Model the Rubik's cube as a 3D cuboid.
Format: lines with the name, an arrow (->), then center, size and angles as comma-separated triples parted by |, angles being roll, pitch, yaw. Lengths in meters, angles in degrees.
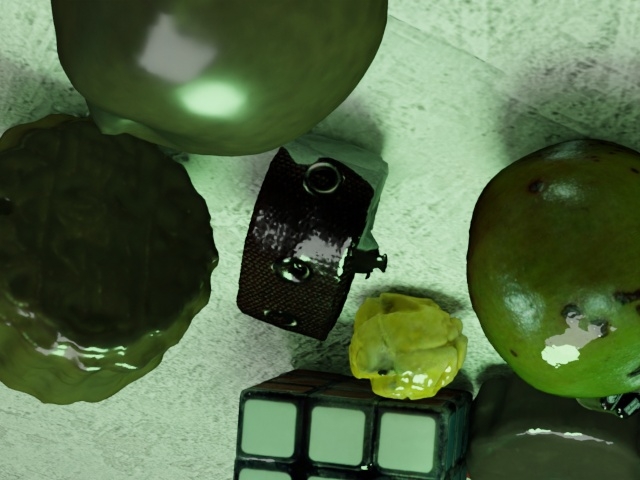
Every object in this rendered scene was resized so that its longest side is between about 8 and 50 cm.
Rubik's cube -> 0.050, 0.361, 1.934 | 0.303, 0.301, 0.305 | 5, -179, 15

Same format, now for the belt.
belt -> 0.000, 0.000, 1.509 | 0.164, 0.184, 0.289 | 20, 153, 4

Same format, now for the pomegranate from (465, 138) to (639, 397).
pomegranate -> 0.313, 0.033, 1.361 | 0.323, 0.291, 0.291 | -1, 150, 8

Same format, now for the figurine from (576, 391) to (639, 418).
figurine -> 0.329, 0.156, 1.679 | 0.114, 0.108, 0.196 | 20, -172, -27

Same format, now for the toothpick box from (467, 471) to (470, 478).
toothpick box -> 0.252, 0.387, 2.267 | 0.083, 0.047, 0.047 | 27, 149, -26

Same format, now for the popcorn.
popcorn -> 0.114, 0.145, 1.786 | 0.167, 0.148, 0.152 | 20, -166, 24

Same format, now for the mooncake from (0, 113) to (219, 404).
mooncake -> -0.280, 0.015, 1.524 | 0.324, 0.324, 0.187 | 23, 149, -19

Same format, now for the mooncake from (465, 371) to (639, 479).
mooncake -> 0.350, 0.296, 1.930 | 0.283, 0.141, 0.283 | 9, 140, 8

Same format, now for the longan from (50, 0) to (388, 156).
longan -> -0.083, -0.201, 1.100 | 0.288, 0.288, 0.350 | 12, 163, 1
